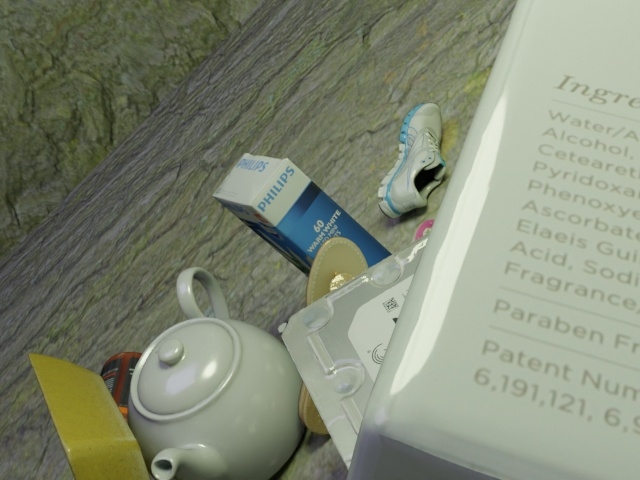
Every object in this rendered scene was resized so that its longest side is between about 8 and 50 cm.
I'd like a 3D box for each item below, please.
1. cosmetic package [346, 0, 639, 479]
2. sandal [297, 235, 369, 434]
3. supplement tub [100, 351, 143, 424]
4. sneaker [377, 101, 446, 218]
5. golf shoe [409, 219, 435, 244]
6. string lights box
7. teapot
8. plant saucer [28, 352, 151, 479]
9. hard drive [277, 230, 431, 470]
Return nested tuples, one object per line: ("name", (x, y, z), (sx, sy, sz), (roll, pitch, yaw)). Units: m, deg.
("cosmetic package", (0.210, 0.086, 0.538), (0.329, 0.327, 0.393), (96, -166, -47))
("sandal", (0.030, 0.120, 1.173), (0.079, 0.088, 0.240), (-159, 76, -64))
("supplement tub", (-0.306, 0.273, 1.551), (0.106, 0.106, 0.198), (-37, 27, 24))
("sneaker", (0.151, -0.117, 1.420), (0.083, 0.071, 0.190), (-8, 55, 46))
("golf shoe", (0.107, 0.124, 1.121), (0.140, 0.115, 0.306), (-49, 17, 52))
("string lights box", (0.000, 0.000, 1.258), (0.077, 0.260, 0.133), (-54, 25, -10))
("teapot", (-0.147, 0.184, 1.254), (0.252, 0.187, 0.256), (-46, 41, -18))
("plant saucer", (-0.252, 0.318, 1.230), (0.081, 0.332, 0.333), (-21, 20, -17))
("hard drive", (0.144, 0.083, 0.975), (0.339, 0.064, 0.237), (-31, 41, 1))
